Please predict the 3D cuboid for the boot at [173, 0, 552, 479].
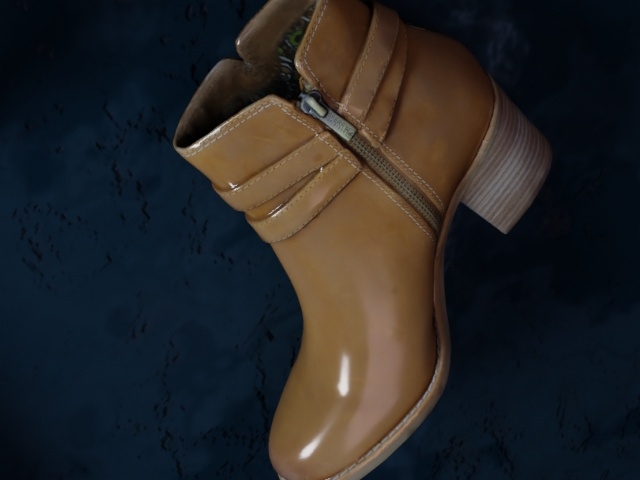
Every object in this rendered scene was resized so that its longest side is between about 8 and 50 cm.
[{"bbox_3d":[0.000,0.000,1.016,0.220,0.109,0.283,31,96,-41],"label":"boot"}]
